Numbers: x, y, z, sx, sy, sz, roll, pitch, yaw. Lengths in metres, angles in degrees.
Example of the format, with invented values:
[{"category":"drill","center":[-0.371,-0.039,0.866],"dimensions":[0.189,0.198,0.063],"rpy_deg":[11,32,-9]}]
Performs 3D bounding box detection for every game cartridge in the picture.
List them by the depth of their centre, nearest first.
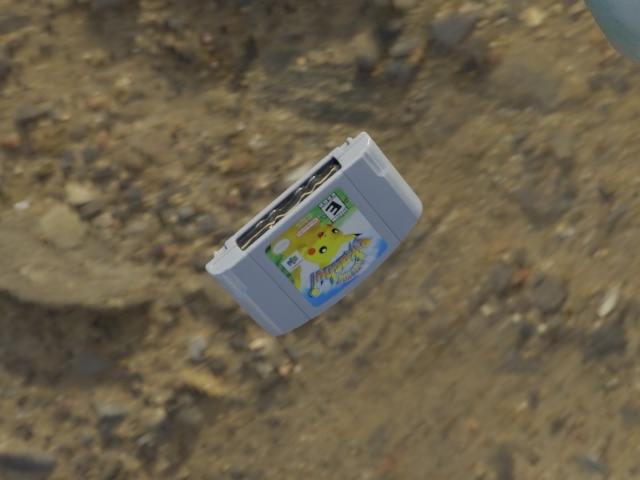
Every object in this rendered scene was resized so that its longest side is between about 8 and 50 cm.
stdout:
[{"category":"game cartridge","center":[0.000,0.000,0.783],"dimensions":[0.083,0.056,0.017],"rpy_deg":[-41,47,2]}]

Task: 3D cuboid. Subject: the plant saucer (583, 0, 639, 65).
[{"category":"plant saucer","center":[0.122,-0.141,0.881],"dimensions":[0.037,0.195,0.195],"rpy_deg":[-29,90,12]}]
